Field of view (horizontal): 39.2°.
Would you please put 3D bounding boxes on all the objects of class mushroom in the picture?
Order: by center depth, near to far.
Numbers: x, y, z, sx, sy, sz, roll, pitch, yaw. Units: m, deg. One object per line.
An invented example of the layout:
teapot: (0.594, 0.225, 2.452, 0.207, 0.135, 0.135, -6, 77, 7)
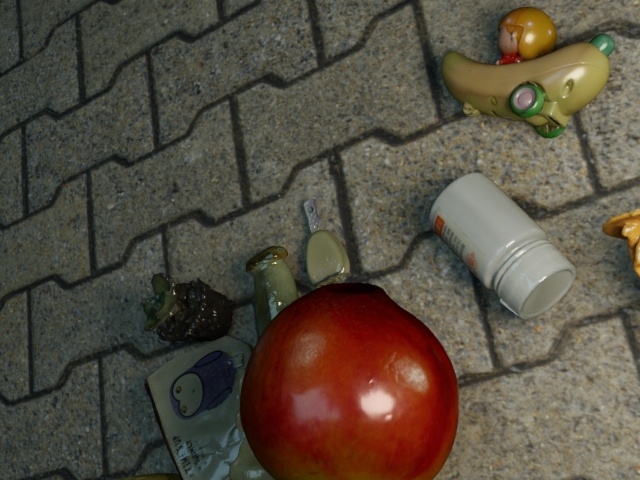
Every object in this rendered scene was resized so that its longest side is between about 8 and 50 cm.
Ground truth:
mushroom: (-0.084, 0.162, 1.835, 0.100, 0.081, 0.312, -22, 70, 33)

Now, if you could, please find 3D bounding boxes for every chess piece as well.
chess piece: (-0.112, 0.364, 1.716, 0.143, 0.143, 0.260, -8, 80, 34)

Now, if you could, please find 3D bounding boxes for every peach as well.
peach: (0.050, 0.258, 1.539, 0.388, 0.388, 0.388, -10, 72, 34)

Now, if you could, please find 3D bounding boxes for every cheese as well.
cheese: (0.000, 0.000, 1.838, 0.097, 0.037, 0.192, -28, 64, 26)

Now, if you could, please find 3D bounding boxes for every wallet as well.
wallet: (-0.231, 0.359, 1.863, 0.275, 0.068, 0.335, -31, 55, 5)

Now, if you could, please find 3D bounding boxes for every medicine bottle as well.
medicine bottle: (0.311, 0.007, 1.546, 0.144, 0.144, 0.252, -51, 53, 14)

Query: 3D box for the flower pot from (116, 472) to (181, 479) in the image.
flower pot: (-0.388, 0.579, 1.879, 0.195, 0.179, 0.195, -12, 69, 33)

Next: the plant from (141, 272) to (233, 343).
plant: (-0.287, 0.148, 1.906, 0.131, 0.203, 0.142, -8, 77, 41)

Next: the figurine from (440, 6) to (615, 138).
figurine: (0.360, -0.315, 1.610, 0.325, 0.124, 0.222, 18, 89, 41)

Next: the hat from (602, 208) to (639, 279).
hat: (0.559, 0.072, 1.309, 0.233, 0.244, 0.233, 144, 124, -62)
